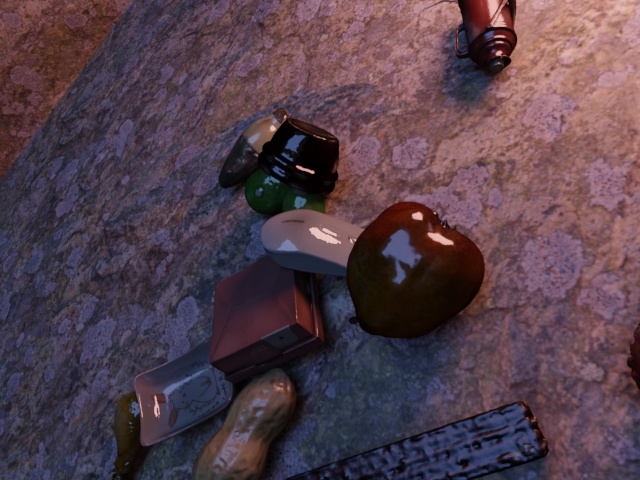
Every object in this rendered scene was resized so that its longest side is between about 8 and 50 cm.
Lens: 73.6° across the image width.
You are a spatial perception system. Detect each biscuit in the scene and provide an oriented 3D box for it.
[{"bbox_3d":[0.127,0.328,0.621,0.388,0.107,0.073,-27,59,18],"label":"biscuit"}]

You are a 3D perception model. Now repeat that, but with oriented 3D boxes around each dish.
[{"bbox_3d":[-0.266,0.310,0.878,0.212,0.077,0.151,-29,56,4],"label":"dish"}]

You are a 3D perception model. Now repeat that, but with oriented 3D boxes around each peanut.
[{"bbox_3d":[-0.128,0.352,0.763,0.123,0.123,0.257,32,85,38],"label":"peanut"}]

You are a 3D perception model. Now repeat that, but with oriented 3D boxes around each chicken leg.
[{"bbox_3d":[-0.407,0.441,0.915,0.107,0.087,0.252,2,75,44],"label":"chicken leg"}]

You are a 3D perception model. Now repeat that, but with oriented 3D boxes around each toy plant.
[{"bbox_3d":[-0.063,-0.136,0.932,0.218,0.175,0.235,38,116,32],"label":"toy plant"}]

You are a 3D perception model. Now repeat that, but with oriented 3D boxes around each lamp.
[{"bbox_3d":[-0.168,-0.228,1.073,0.250,0.101,0.101,-44,53,10],"label":"lamp"}]

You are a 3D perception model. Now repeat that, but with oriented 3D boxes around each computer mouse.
[{"bbox_3d":[0.000,0.000,0.811,0.230,0.079,0.128,7,45,-1],"label":"computer mouse"}]

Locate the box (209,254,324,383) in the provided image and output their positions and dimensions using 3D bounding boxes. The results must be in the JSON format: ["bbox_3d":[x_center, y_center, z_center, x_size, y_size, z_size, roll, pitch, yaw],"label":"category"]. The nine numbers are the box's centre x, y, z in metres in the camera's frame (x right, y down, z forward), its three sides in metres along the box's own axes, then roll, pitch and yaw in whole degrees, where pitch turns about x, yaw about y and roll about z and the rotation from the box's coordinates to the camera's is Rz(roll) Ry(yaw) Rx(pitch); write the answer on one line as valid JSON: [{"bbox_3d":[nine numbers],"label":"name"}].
[{"bbox_3d":[-0.110,0.136,0.842,0.215,0.086,0.215,-27,41,17],"label":"box"}]

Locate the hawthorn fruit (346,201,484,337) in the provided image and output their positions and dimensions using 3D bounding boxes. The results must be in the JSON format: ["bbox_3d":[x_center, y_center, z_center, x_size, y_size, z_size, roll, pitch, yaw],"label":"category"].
[{"bbox_3d":[0.133,0.065,0.704,0.248,0.208,0.208,-54,50,20],"label":"hawthorn fruit"}]

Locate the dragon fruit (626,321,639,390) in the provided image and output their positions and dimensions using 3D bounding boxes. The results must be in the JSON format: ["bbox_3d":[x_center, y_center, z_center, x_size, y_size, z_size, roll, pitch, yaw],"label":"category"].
[{"bbox_3d":[0.449,0.161,0.492,0.133,0.150,0.208,-43,78,6],"label":"dragon fruit"}]

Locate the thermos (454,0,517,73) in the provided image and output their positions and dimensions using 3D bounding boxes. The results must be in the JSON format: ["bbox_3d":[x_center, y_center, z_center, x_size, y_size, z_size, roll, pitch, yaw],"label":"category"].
[{"bbox_3d":[0.332,-0.425,0.858,0.124,0.099,0.232,-9,62,23],"label":"thermos"}]
